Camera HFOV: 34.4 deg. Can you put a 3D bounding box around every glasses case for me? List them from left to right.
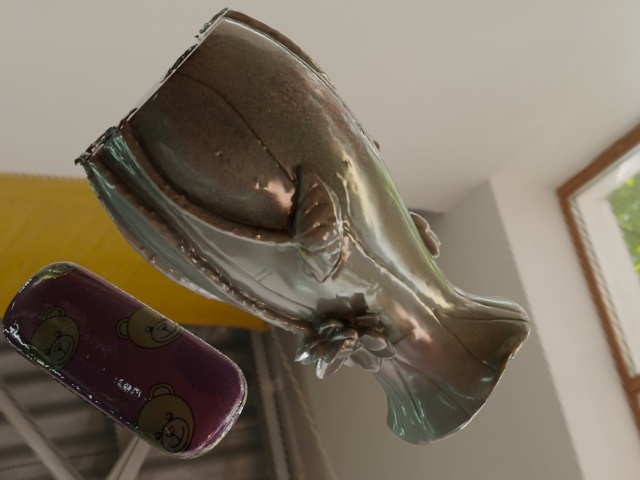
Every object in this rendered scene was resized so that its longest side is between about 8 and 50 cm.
[{"bbox_3d":[-0.221,0.126,1.136,0.316,0.076,0.123,28,-111,27],"label":"glasses case"}]

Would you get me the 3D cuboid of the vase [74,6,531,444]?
[{"bbox_3d":[0.000,0.000,0.999,0.445,0.250,0.250,43,-133,-15],"label":"vase"}]
